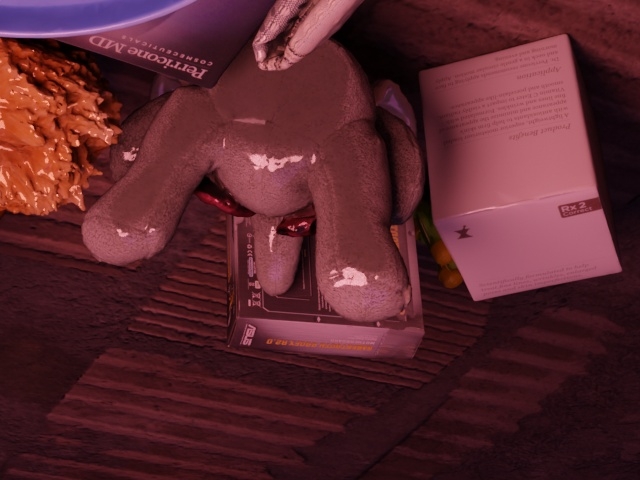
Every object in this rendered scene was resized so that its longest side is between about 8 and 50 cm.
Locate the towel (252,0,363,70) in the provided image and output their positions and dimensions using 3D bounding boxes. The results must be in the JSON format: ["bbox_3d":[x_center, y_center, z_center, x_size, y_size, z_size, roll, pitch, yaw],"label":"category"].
[{"bbox_3d":[0.106,-0.281,1.038,0.056,0.312,0.324,40,138,-1],"label":"towel"}]

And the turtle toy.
[{"bbox_3d":[0.135,-0.017,1.622,0.066,0.095,0.130,-27,146,-3],"label":"turtle toy"}]

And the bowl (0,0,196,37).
[{"bbox_3d":[-0.197,-0.271,0.884,0.391,0.077,0.391,0,148,0],"label":"bowl"}]

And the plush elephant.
[{"bbox_3d":[-0.037,-0.068,1.357,0.271,0.330,0.255,6,160,6],"label":"plush elephant"}]

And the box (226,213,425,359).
[{"bbox_3d":[0.000,0.000,1.499,0.183,0.231,0.056,5,145,-13],"label":"box"}]

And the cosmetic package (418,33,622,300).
[{"bbox_3d":[0.190,-0.067,1.455,0.151,0.184,0.151,-12,145,15],"label":"cosmetic package"}]

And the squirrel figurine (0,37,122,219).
[{"bbox_3d":[-0.360,-0.107,1.214,0.397,0.281,0.370,-15,164,1],"label":"squirrel figurine"}]

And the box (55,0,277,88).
[{"bbox_3d":[-0.143,-0.291,1.096,0.296,0.183,0.294,16,144,-24],"label":"box"}]
